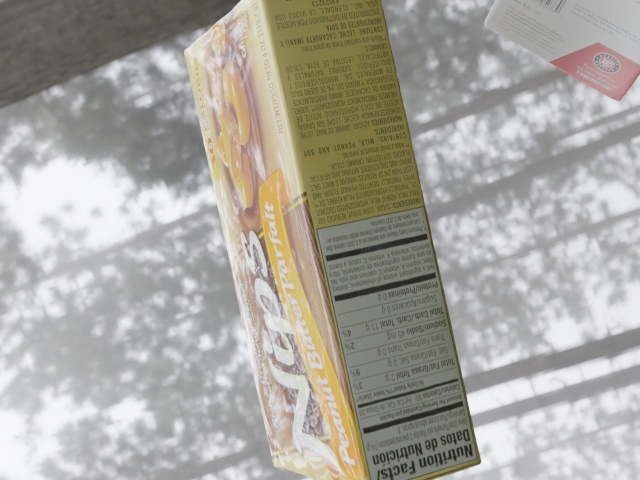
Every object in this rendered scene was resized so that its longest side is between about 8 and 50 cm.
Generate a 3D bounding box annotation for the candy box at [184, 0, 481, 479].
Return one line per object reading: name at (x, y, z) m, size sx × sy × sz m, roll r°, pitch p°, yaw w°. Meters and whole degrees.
candy box at (0.000, 0.000, 0.821) m, size 0.183 × 0.087 × 0.317 m, roll 169°, pitch 88°, yaw -70°

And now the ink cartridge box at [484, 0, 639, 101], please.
ink cartridge box at (0.207, -0.203, 0.821) m, size 0.115 × 0.198 × 0.067 m, roll 30°, pitch -130°, yaw 2°
